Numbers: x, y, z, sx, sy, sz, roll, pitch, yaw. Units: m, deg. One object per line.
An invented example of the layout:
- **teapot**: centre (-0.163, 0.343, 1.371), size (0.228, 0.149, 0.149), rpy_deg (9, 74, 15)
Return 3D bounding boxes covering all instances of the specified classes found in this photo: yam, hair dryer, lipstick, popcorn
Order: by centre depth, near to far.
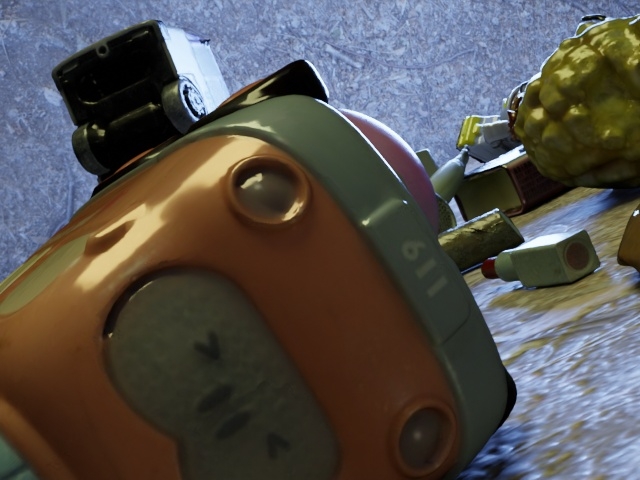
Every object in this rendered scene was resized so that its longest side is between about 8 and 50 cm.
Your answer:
- **lipstick**: centre (0.150, 0.017, 0.878), size (0.030, 0.030, 0.129), rpy_deg (-25, 4, -23)
- **yam**: centre (0.138, 0.002, 1.095), size (0.094, 0.043, 0.043), rpy_deg (-25, 3, -3)
- **popcorn**: centre (0.289, -0.137, 1.155), size (0.218, 0.169, 0.189), rpy_deg (-17, 6, 8)
- **hair dryer**: centre (0.100, -0.036, 1.373), size (0.206, 0.075, 0.237), rpy_deg (-28, 14, 48)

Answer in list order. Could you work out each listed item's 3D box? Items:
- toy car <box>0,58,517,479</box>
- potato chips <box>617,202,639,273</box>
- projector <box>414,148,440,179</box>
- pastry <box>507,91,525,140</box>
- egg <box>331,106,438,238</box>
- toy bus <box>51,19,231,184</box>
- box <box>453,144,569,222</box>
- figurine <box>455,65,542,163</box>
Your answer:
- **toy car**: centre (-0.065, 0.061, 0.531), size (0.212, 0.180, 0.270), rpy_deg (-38, 9, -30)
- **potato chips**: centre (0.253, -0.032, 0.707), size (0.208, 0.061, 0.195), rpy_deg (-23, 5, -38)
- **projector**: centre (0.000, 0.000, 1.508), size (0.259, 0.079, 0.257), rpy_deg (-23, -12, -38)
- **pastry**: centre (0.298, -0.178, 1.465), size (0.169, 0.063, 0.087), rpy_deg (-22, 8, 21)
- **egg**: centre (-0.027, 0.000, 0.983), size (0.271, 0.196, 0.196), rpy_deg (-26, 1, 38)
- **toy bus**: centre (-0.217, -0.110, 1.906), size (0.209, 0.440, 0.249), rpy_deg (-23, 2, 18)
- **box**: centre (0.272, -0.092, 1.441), size (0.224, 0.069, 0.120), rpy_deg (-26, 5, -32)
- **figurine**: centre (0.377, -0.214, 2.015), size (0.308, 0.143, 0.308), rpy_deg (-38, 11, 9)
